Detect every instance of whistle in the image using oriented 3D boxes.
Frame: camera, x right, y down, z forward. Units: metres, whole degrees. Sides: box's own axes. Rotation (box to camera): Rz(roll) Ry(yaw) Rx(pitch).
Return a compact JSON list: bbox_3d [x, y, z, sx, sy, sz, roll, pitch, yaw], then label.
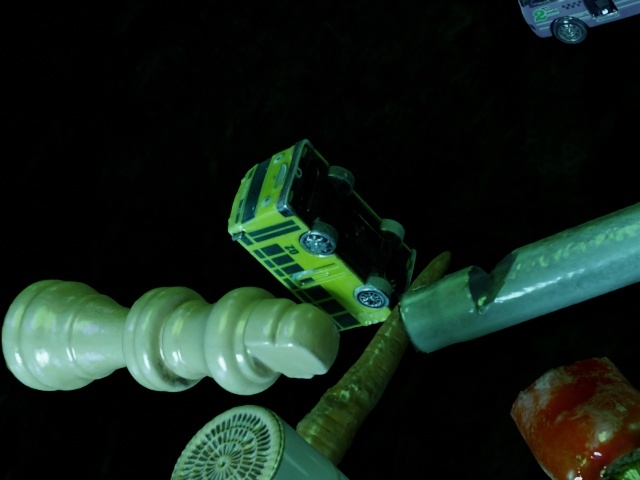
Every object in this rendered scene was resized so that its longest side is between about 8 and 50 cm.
[{"bbox_3d":[0.208,0.019,1.174,0.312,0.062,0.062,-22,41,27],"label":"whistle"}]

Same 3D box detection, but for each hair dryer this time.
[{"bbox_3d":[0.029,0.261,1.000,0.107,0.173,0.357,-46,34,-1],"label":"hair dryer"}]

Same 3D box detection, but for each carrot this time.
[{"bbox_3d":[0.045,0.108,1.258,0.049,0.049,0.254,12,60,50],"label":"carrot"}]

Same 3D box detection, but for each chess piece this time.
[{"bbox_3d":[-0.144,0.096,1.402,0.397,0.117,0.117,-1,53,42],"label":"chess piece"}]

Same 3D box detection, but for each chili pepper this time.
[{"bbox_3d":[0.205,0.151,1.025,0.192,0.084,0.086,-120,46,-57],"label":"chili pepper"}]

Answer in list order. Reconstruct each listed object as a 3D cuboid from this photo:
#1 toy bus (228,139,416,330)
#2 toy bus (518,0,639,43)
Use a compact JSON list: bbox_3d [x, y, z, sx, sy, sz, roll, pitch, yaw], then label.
[{"bbox_3d":[0.000,0.000,1.300,0.101,0.175,0.088,-17,43,37],"label":"toy bus"},{"bbox_3d":[0.275,-0.264,1.359,0.198,0.108,0.096,-12,46,37],"label":"toy bus"}]
